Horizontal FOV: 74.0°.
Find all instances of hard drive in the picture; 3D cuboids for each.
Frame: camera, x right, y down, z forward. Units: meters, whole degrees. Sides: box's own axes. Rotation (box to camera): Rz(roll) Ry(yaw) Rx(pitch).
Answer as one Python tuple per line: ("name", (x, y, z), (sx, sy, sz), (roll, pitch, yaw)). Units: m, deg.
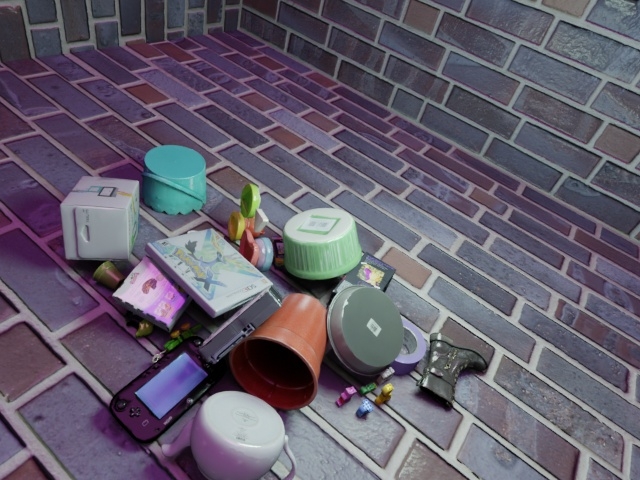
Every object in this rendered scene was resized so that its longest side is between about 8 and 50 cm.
("hard drive", (-0.219, 0.229, 1.233), (0.236, 0.339, 0.064), (-41, 92, -5))

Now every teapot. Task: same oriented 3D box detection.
("teapot", (-0.218, 0.525, 1.077), (0.255, 0.187, 0.252), (28, 11, 37))

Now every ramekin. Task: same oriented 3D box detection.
("ramekin", (0.000, 0.000, 1.593), (0.302, 0.149, 0.304), (-6, 30, 4))

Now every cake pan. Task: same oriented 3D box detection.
("cake pan", (0.156, 0.278, 1.358), (0.292, 0.054, 0.294), (14, 63, -29))

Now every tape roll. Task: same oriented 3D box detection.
("tape roll", (0.268, 0.369, 1.493), (0.188, 0.080, 0.189), (11, 42, -10))

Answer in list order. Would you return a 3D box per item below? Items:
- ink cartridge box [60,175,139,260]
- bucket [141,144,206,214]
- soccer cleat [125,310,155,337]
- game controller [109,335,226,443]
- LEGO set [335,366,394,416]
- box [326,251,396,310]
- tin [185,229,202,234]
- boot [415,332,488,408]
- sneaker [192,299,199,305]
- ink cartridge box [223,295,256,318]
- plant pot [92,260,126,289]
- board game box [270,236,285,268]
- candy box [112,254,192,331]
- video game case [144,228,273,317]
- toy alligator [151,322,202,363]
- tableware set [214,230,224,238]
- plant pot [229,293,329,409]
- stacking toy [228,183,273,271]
("ink cartridge box", (-0.751, -0.080, 1.474), (0.196, 0.198, 0.270), (3, 27, -16))
("bucket", (-0.611, -0.258, 1.781), (0.280, 0.183, 0.281), (10, 42, -9))
("soccer cleat", (-0.592, 0.229, 1.352), (0.072, 0.060, 0.179), (-21, 57, -34))
("game controller", (-0.420, 0.412, 1.205), (0.166, 0.067, 0.319), (34, 44, 16))
("LEGO set", (0.171, 0.473, 1.333), (0.227, 0.093, 0.087), (-16, 51, -33))
("box", (0.148, 0.195, 1.574), (0.143, 0.165, 0.270), (31, 42, 14))
("tin", (-0.453, 0.011, 1.579), (0.106, 0.040, 0.190), (6, 22, -20))
("boot", (0.453, 0.466, 1.462), (0.262, 0.091, 0.229), (27, 52, -7))
("sneaker", (-0.474, 0.152, 1.442), (0.268, 0.101, 0.153), (-16, 48, -36))
("ink cartridge box", (-0.264, 0.229, 1.446), (0.122, 0.089, 0.052), (9, 43, -10))
("plant pot", (-0.700, 0.124, 1.420), (0.079, 0.083, 0.083), (36, 43, 2))
("board game box", (-0.112, 0.051, 1.728), (0.170, 0.048, 0.141), (2, 46, -18))
("candy box", (-0.513, 0.165, 1.334), (0.196, 0.070, 0.165), (28, 59, 2))
("video game case", (-0.359, 0.091, 1.409), (0.329, 0.036, 0.299), (39, 26, 16))
("toy alligator", (-0.452, 0.313, 1.320), (0.051, 0.056, 0.189), (-6, 24, 45))
("tableware set", (-0.455, 0.014, 1.666), (0.140, 0.020, 0.169), (9, 41, -11))
("plant pot", (-0.094, 0.316, 1.300), (0.272, 0.273, 0.265), (24, 34, 7))
("stacking toy", (-0.234, -0.050, 1.633), (0.130, 0.280, 0.309), (4, 40, -32))
